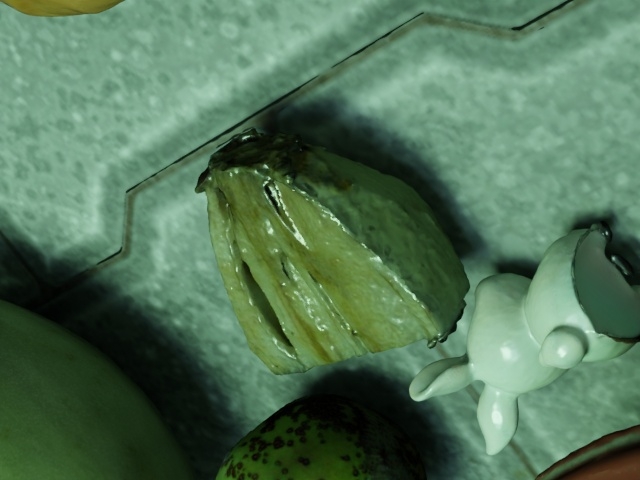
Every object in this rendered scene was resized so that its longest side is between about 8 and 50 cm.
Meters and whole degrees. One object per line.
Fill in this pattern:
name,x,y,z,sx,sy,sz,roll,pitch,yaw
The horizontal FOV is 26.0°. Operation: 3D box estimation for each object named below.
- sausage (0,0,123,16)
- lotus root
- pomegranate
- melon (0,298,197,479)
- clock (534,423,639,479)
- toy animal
sausage,-0.092,-0.190,0.644,0.241,0.120,0.136,-18,127,38
lotus root,0.003,-0.002,0.764,0.143,0.070,0.144,-8,123,41
pomegranate,0.000,0.166,0.858,0.125,0.138,0.163,38,169,10
melon,-0.217,0.172,0.898,0.308,0.272,0.272,44,138,25
clock,0.226,0.192,0.622,0.318,0.080,0.318,12,133,14
toy animal,0.116,0.051,0.737,0.071,0.085,0.124,34,142,-20
